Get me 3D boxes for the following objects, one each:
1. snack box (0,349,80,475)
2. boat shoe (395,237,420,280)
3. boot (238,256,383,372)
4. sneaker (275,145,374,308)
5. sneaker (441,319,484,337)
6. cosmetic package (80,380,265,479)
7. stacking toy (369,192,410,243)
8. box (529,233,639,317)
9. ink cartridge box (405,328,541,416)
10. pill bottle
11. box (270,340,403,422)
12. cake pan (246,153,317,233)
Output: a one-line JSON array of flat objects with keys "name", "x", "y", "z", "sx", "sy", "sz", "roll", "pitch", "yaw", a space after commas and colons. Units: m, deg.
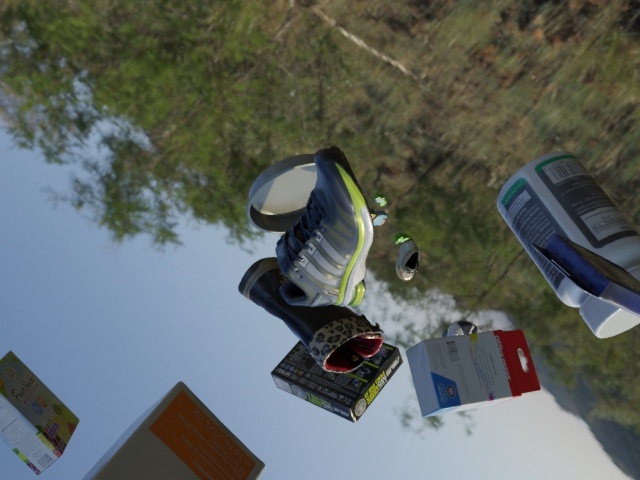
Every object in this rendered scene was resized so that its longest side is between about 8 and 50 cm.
[{"name": "snack box", "x": -0.575, "y": 0.329, "z": 1.533, "sx": 0.207, "sy": 0.070, "sz": 0.174, "roll": 48, "pitch": -179, "yaw": -11}, {"name": "boat shoe", "x": 0.212, "y": 0.056, "z": 1.893, "sx": 0.135, "sy": 0.050, "sz": 0.045, "roll": 85, "pitch": 159, "yaw": -48}, {"name": "boot", "x": 0.029, "y": 0.153, "z": 1.770, "sx": 0.284, "sy": 0.138, "sz": 0.377, "roll": 42, "pitch": -158, "yaw": 31}, {"name": "sneaker", "x": 0.000, "y": 0.000, "z": 1.090, "sx": 0.300, "sy": 0.121, "sz": 0.111, "roll": 90, "pitch": 163, "yaw": -45}, {"name": "sneaker", "x": 0.315, "y": 0.231, "z": 1.810, "sx": 0.235, "sy": 0.094, "sz": 0.153, "roll": 40, "pitch": 176, "yaw": -42}, {"name": "cosmetic package", "x": -0.290, "y": 0.453, "z": 1.262, "sx": 0.230, "sy": 0.161, "sz": 0.453, "roll": 45, "pitch": -152, "yaw": -4}, {"name": "stacking toy", "x": 0.129, "y": -0.061, "z": 2.127, "sx": 0.221, "sy": 0.052, "sz": 0.167, "roll": 6, "pitch": -135, "yaw": -42}, {"name": "box", "x": 0.427, "y": 0.058, "z": 1.183, "sx": 0.225, "sy": 0.037, "sz": 0.136, "roll": 21, "pitch": -160, "yaw": -32}, {"name": "ink cartridge box", "x": 0.294, "y": 0.251, "z": 1.517, "sx": 0.078, "sy": 0.230, "sz": 0.134, "roll": 130, "pitch": 132, "yaw": -58}, {"name": "pill bottle", "x": 0.540, "y": 0.007, "z": 1.636, "sx": 0.204, "sy": 0.204, "sz": 0.361, "roll": 40, "pitch": -161, "yaw": -58}, {"name": "box", "x": 0.040, "y": 0.325, "z": 2.017, "sx": 0.270, "sy": 0.216, "sz": 0.060, "roll": 16, "pitch": 139, "yaw": 38}, {"name": "cake pan", "x": -0.060, "y": -0.125, "z": 2.073, "sx": 0.293, "sy": 0.293, "sz": 0.054, "roll": 41, "pitch": -156, "yaw": -57}]
